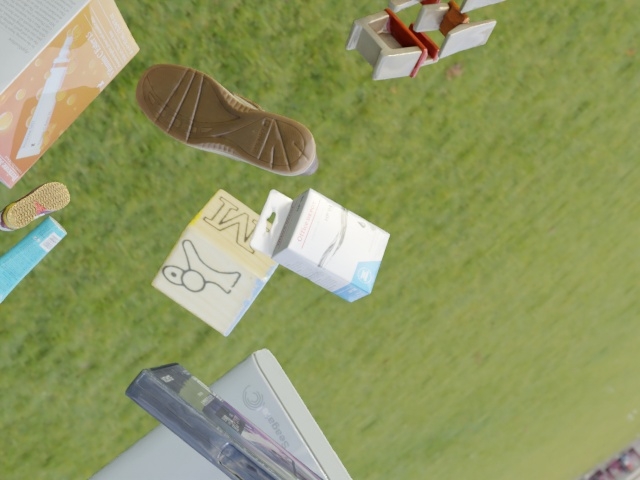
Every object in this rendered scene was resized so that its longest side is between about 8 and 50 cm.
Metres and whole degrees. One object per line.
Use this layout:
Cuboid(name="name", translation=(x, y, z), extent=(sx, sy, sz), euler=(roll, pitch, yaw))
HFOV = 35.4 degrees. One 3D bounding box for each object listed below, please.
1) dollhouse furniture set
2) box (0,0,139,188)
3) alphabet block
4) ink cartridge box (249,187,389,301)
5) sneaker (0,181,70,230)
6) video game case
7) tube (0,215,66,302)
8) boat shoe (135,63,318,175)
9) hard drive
Cuboid(name="dollhouse furniture set", translation=(0.138, -0.356, 1.395), extent=(0.135, 0.262, 0.259), euler=(-21, 151, -33))
Cuboid(name="box", translation=(-0.502, -0.296, 1.693), extent=(0.345, 0.168, 0.215), euler=(-50, 164, -11))
Cuboid(name="alphabet block", translation=(-0.204, 0.045, 2.105), extent=(0.192, 0.197, 0.193), euler=(-53, -177, 30))
Cuboid(name="ink cartridge box", translation=(0.000, 0.000, 1.446), extent=(0.060, 0.180, 0.104), euler=(-29, -143, 58))
Cuboid(name="sneaker", translation=(-0.640, -0.076, 2.214), extent=(0.083, 0.070, 0.185), euler=(-11, -165, 39))
Cuboid(name="video game case", translation=(-0.016, 0.183, 0.729), extent=(0.026, 0.274, 0.196), euler=(-52, 178, -6))
Cuboid(name="tube", translation=(-0.624, 0.038, 2.096), extent=(0.207, 0.080, 0.052), euler=(-44, -156, -5))
Cuboid(name="boat shoe", translation=(-0.156, -0.195, 1.716), extent=(0.123, 0.341, 0.123), euler=(-67, 167, -3))
Cuboid(name="hard drive", translation=(-0.113, 0.273, 0.971), extent=(0.307, 0.203, 0.040), euler=(-39, 167, 23))
